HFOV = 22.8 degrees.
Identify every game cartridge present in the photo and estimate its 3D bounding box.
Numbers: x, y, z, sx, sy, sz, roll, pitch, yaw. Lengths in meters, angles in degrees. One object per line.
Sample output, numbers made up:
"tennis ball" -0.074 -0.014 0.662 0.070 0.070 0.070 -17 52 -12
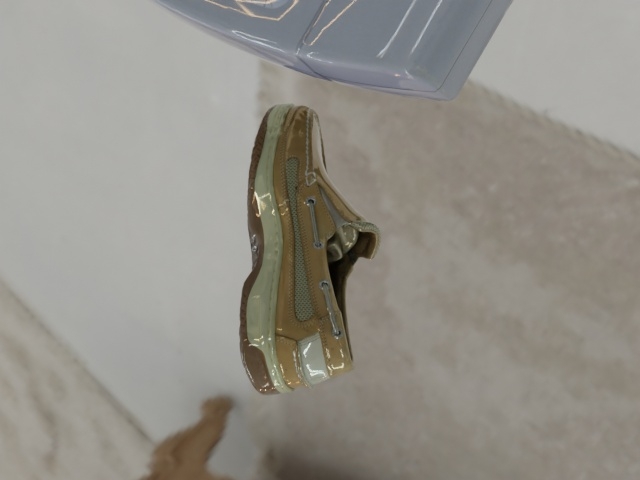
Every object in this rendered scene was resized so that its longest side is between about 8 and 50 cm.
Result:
"game cartridge" -0.022 -0.195 0.771 0.297 0.198 0.062 32 179 28

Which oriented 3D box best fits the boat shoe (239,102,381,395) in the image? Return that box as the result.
"boat shoe" 0.000 0.000 0.896 0.072 0.190 0.068 -9 147 16
